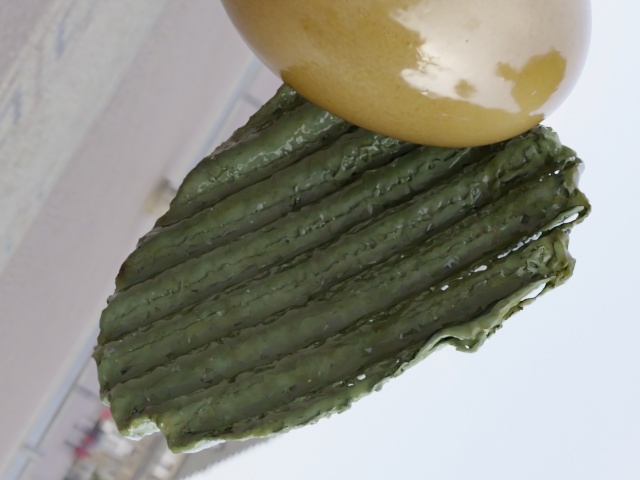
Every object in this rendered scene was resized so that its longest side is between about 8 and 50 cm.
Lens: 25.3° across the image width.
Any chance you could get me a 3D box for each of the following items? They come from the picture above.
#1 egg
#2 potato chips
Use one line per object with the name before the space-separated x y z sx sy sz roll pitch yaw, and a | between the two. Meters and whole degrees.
egg | 0.063 -0.209 1.099 0.250 0.322 0.250 -51 177 -3
potato chips | 0.000 0.000 1.152 0.429 0.070 0.358 -29 -137 -4
